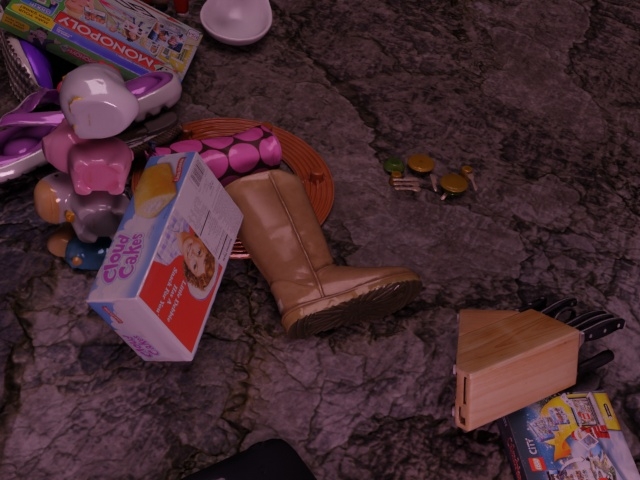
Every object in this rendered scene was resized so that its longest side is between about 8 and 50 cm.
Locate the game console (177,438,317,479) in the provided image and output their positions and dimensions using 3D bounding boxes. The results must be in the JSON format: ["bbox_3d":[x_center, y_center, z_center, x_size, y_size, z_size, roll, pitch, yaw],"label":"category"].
[{"bbox_3d":[-0.123,0.422,1.322,0.387,0.060,0.342,-20,52,-27],"label":"game console"}]

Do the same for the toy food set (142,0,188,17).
[{"bbox_3d":[-0.244,-0.487,2.147,0.232,0.104,0.111,3,36,5],"label":"toy food set"}]

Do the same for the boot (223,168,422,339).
[{"bbox_3d":[0.000,0.000,1.716,0.236,0.089,0.269,-13,57,-20],"label":"boot"}]

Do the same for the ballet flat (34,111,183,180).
[{"bbox_3d":[-0.341,-0.140,1.834,0.250,0.058,0.084,-23,38,-11],"label":"ballet flat"}]

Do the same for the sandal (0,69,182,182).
[{"bbox_3d":[-0.427,-0.207,1.821,0.416,0.102,0.169,-28,28,-24],"label":"sandal"}]

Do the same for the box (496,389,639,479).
[{"bbox_3d":[0.342,0.311,1.519,0.159,0.044,0.233,-2,46,-10],"label":"box"}]

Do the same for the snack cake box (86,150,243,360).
[{"bbox_3d":[-0.213,0.022,1.598,0.089,0.152,0.264,-4,50,28],"label":"snack cake box"}]

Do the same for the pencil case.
[{"bbox_3d":[-0.172,-0.130,1.802,0.209,0.095,0.098,-12,33,-23],"label":"pencil case"}]

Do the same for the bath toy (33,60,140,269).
[{"bbox_3d":[-0.334,-0.116,1.618,0.152,0.348,0.129,5,44,-10],"label":"bath toy"}]

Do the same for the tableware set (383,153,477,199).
[{"bbox_3d":[0.188,-0.110,1.931,0.154,0.024,0.104,-1,42,-9],"label":"tableware set"}]

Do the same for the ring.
[{"bbox_3d":[-0.143,-0.100,1.859,0.337,0.032,0.336,5,44,-5],"label":"ring"}]

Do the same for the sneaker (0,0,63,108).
[{"bbox_3d":[-0.493,-0.352,2.001,0.146,0.102,0.293,-13,49,-22],"label":"sneaker"}]

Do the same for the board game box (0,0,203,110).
[{"bbox_3d":[-0.381,-0.373,2.000,0.317,0.046,0.213,26,39,-11],"label":"board game box"}]

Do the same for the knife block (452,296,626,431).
[{"bbox_3d":[0.309,0.165,1.570,0.242,0.088,0.275,1,21,9],"label":"knife block"}]

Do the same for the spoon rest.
[{"bbox_3d":[-0.153,-0.472,2.191,0.137,0.084,0.276,9,44,0],"label":"spoon rest"}]
